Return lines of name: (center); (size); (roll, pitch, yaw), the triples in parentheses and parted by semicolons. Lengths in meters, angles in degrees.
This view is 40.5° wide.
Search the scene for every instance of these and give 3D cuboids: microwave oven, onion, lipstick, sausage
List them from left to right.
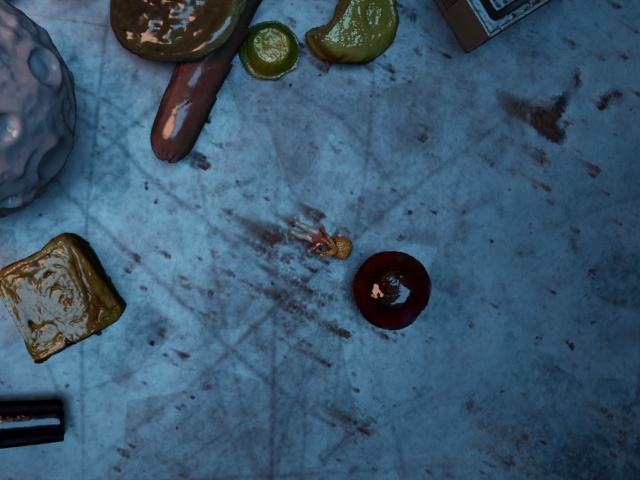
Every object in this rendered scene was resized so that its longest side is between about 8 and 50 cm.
lipstick: (-0.598, 0.286, 1.307); (0.418, 0.077, 0.077); (-3, 91, -8)
sausage: (-0.162, -0.321, 1.375); (0.087, 0.088, 0.433); (26, 86, -9)
onion: (0.116, 0.078, 1.406); (0.131, 0.131, 0.131); (0, 90, -10)
microwave oven: (0.307, -0.422, 1.416); (0.205, 0.163, 0.129); (-33, 93, -5)

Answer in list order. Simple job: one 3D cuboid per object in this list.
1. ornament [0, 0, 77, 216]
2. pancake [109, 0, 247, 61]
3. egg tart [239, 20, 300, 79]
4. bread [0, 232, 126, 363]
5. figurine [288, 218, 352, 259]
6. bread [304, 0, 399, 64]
ornament: (-0.510, -0.175, 1.185); (0.336, 0.337, 0.337); (0, 90, -10)
pancake: (-0.220, -0.381, 1.335); (0.241, 0.050, 0.242); (-3, 81, 17)
egg tart: (-0.082, -0.312, 1.411); (0.105, 0.039, 0.105); (0, 88, -10)
bread: (-0.393, 0.082, 1.309); (0.149, 0.143, 0.158); (-33, 99, -8)
figurine: (0.000, 0.000, 1.426); (0.109, 0.047, 0.064); (23, 115, -3)
bread: (0.064, -0.351, 1.415); (0.125, 0.086, 0.156); (35, 88, -18)
